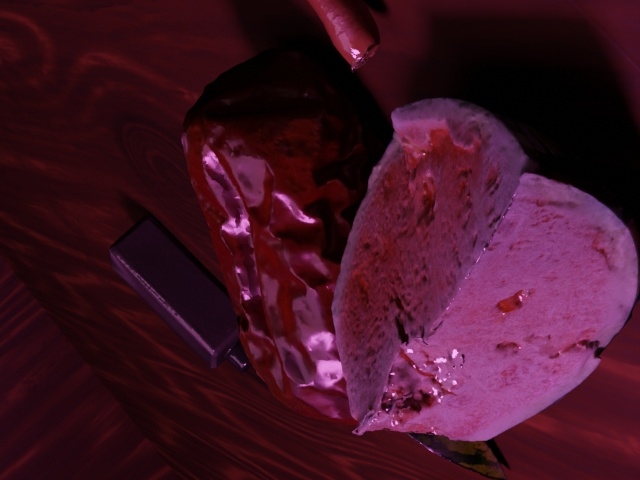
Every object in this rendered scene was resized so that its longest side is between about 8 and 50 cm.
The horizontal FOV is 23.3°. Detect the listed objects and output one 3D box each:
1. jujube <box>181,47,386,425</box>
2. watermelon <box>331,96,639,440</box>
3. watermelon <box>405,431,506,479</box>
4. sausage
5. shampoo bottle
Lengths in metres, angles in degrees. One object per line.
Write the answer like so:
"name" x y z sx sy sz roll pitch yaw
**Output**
"jujube" 0.000 0.000 1.360 0.216 0.216 0.342 15 132 59
"watermelon" 0.116 0.013 1.111 0.224 0.180 0.305 33 136 8
"watermelon" 0.103 0.182 1.715 0.245 0.063 0.119 31 175 29
"sausage" -0.018 -0.206 1.174 0.177 0.047 0.040 46 178 7
"shampoo bottle" -0.178 0.081 2.105 0.246 0.079 0.080 44 163 12
